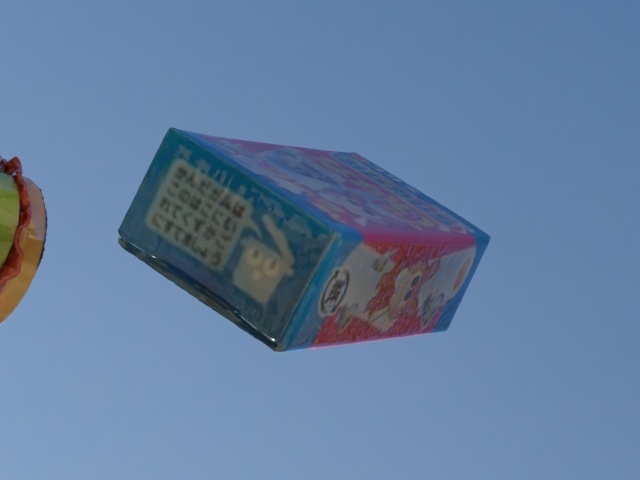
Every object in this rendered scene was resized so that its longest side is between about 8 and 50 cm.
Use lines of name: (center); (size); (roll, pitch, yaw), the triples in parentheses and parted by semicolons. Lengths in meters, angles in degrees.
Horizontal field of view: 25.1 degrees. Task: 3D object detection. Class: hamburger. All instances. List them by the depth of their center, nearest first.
hamburger: (-0.330, -0.005, 1.232); (0.175, 0.137, 0.175); (-22, -121, 42)

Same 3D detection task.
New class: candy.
candy: (0.000, -0.001, 1.096); (0.157, 0.306, 0.100); (32, -78, 24)
